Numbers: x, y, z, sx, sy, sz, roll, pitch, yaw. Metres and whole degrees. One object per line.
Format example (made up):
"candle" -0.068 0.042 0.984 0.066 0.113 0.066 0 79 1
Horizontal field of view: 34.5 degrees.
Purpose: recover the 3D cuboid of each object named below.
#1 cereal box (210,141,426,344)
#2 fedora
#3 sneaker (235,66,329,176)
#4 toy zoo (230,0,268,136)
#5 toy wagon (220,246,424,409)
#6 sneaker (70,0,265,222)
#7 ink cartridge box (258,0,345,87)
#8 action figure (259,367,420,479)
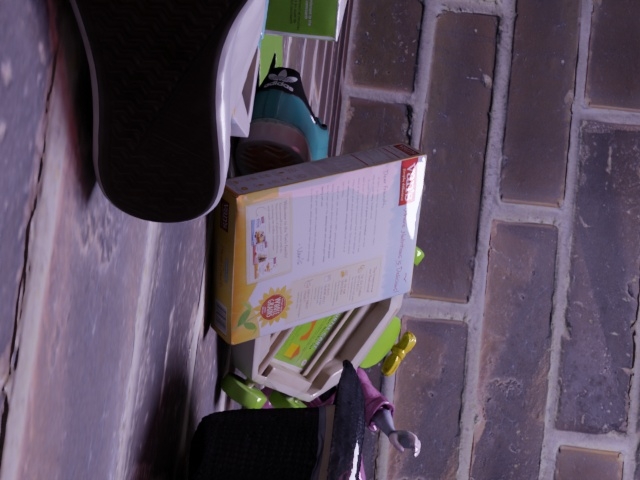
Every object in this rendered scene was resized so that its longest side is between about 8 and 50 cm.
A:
"cereal box" 0.000 0.000 1.080 0.047 0.240 0.173 35 -51 45
"fedora" -0.060 0.258 0.966 0.334 0.152 0.334 -168 -90 -89
"sneaker" -0.033 -0.085 1.224 0.302 0.108 0.121 87 14 -63
"toy zoo" -0.073 -0.220 0.917 0.192 0.030 0.293 85 11 -74
"toy wagon" 0.020 0.099 1.272 0.267 0.068 0.344 -54 150 1
"sneaker" -0.074 -0.148 0.526 0.290 0.106 0.123 109 -11 -46
"ink cartridge box" -0.015 -0.284 1.245 0.189 0.097 0.255 -79 174 -53
"action figure" 0.014 0.269 1.521 0.275 0.248 0.370 -79 178 -62
